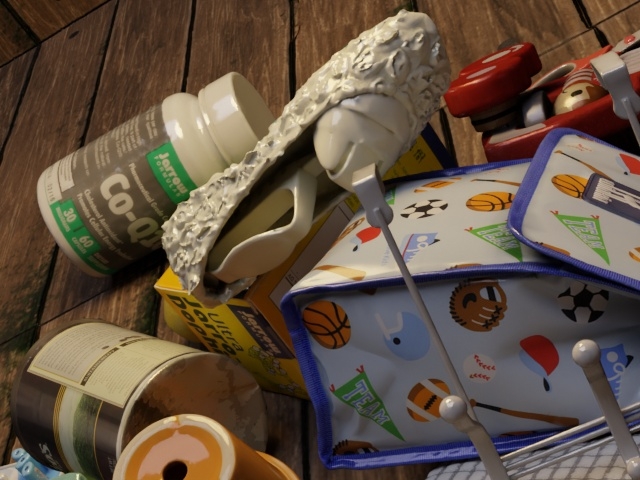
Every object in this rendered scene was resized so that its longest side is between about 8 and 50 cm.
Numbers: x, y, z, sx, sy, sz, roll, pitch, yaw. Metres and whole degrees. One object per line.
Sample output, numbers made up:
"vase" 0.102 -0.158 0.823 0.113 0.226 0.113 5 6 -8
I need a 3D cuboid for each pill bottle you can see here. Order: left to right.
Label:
"pill bottle" -0.246 -0.106 2.017 0.361 0.204 0.204 -29 31 15

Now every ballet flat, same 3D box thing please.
"ballet flat" -0.006 -0.066 1.374 0.409 0.147 0.147 -42 27 21

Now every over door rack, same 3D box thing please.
"over door rack" 0.187 0.043 1.005 0.240 0.324 0.108 -24 -1 7

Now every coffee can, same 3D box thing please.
"coffee can" -0.223 0.212 1.548 0.275 0.201 0.201 8 52 51

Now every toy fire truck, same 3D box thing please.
"toy fire truck" 0.297 -0.157 1.491 0.254 0.169 0.302 -21 10 19

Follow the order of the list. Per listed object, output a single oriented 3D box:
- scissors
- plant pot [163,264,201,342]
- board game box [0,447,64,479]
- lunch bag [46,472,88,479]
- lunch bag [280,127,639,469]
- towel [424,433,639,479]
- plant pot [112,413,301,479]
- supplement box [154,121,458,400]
"scissors" 0.401 -0.264 1.741 0.297 0.021 0.109 -40 28 -3
"plant pot" -0.163 0.083 1.762 0.095 0.134 0.134 -58 26 16
"board game box" -0.545 0.456 1.698 0.390 0.050 0.390 -19 35 28
"lunch bag" -0.354 0.410 1.445 0.262 0.160 0.223 -20 38 25
"lunch bag" 0.199 0.044 1.251 0.386 0.238 0.328 -7 20 23
"towel" 0.174 0.286 1.072 0.235 0.121 0.283 -11 22 35
"plant pot" -0.116 0.278 1.298 0.205 0.188 0.205 -10 48 11
"supplement box" 0.000 0.000 1.618 0.195 0.194 0.356 4 49 49
